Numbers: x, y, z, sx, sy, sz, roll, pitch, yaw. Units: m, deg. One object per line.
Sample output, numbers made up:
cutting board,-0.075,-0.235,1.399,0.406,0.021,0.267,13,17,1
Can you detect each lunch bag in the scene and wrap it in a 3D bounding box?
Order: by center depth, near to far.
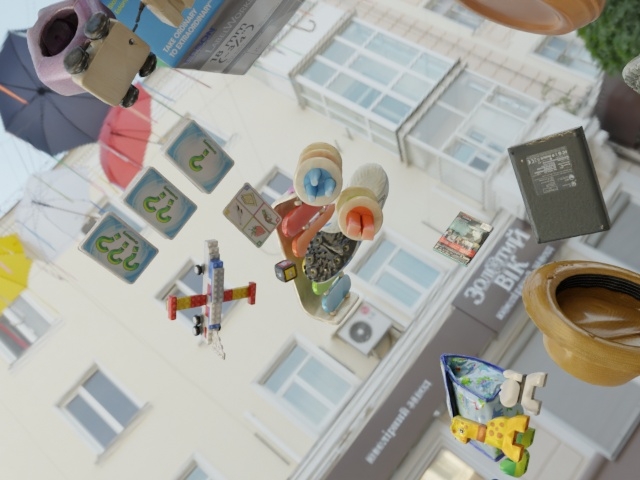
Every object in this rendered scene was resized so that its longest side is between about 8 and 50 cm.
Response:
lunch bag,0.258,0.269,1.090,0.096,0.151,0.129,-21,-67,-22

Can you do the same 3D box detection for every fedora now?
fedora,0.304,0.098,0.697,0.194,0.194,0.079,-30,-39,-42

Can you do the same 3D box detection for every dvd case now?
dvd case,0.315,-0.004,1.440,0.119,0.087,0.013,-51,-27,-22

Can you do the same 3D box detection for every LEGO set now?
LEGO set,-0.119,0.012,0.741,0.182,0.060,0.244,-52,-49,-12
LEGO set,0.219,0.273,0.852,0.087,0.093,0.227,13,-91,-59

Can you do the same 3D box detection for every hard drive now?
hard drive,0.304,-0.068,0.835,0.022,0.094,0.135,-30,-77,-52

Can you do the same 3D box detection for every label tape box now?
label tape box,-0.116,-0.322,0.774,0.240,0.106,0.333,-46,-4,19

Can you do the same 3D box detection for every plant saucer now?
plant saucer,0.223,-0.285,0.755,0.200,0.200,0.037,7,-75,-61

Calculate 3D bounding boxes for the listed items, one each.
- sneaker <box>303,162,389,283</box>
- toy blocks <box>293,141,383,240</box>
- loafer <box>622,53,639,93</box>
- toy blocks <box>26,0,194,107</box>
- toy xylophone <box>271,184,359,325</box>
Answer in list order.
sneaker,0.052,-0.024,1.148,0.237,0.085,0.086,-59,-24,-9
toy blocks,0.021,-0.044,0.714,0.054,0.123,0.148,-39,13,12
loafer,0.281,-0.133,0.394,0.087,0.094,0.251,-57,4,-3
toy blocks,-0.253,-0.314,0.478,0.288,0.260,0.309,-60,-32,-3
toy xylophone,0.000,0.000,1.350,0.236,0.081,0.323,-56,-47,-44
